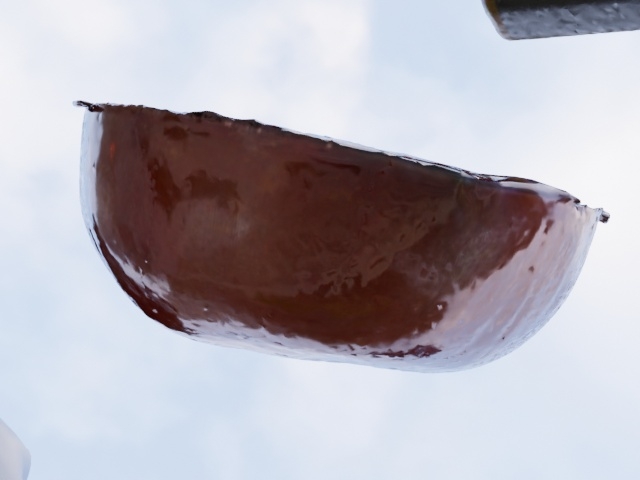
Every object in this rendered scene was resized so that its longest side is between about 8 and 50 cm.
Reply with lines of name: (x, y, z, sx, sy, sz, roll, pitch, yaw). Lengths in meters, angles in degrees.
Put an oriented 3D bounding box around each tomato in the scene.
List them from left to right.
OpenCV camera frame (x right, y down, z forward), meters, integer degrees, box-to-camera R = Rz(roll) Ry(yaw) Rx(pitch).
tomato: (0.001, 0.003, 0.729, 0.225, 0.225, 0.085, 9, -89, 21)

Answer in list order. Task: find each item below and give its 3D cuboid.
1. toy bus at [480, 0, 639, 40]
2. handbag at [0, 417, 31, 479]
toy bus: (0.194, -0.283, 1.149, 0.161, 0.194, 0.323, -2, -141, 28)
handbag: (-0.239, 0.204, 1.019, 0.152, 0.342, 0.288, -22, -121, 4)
